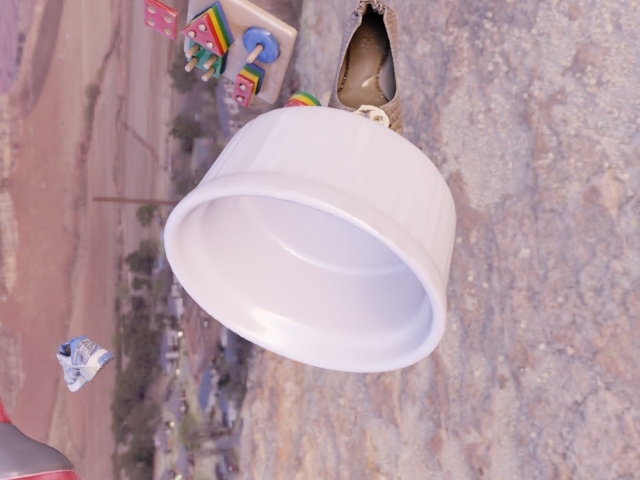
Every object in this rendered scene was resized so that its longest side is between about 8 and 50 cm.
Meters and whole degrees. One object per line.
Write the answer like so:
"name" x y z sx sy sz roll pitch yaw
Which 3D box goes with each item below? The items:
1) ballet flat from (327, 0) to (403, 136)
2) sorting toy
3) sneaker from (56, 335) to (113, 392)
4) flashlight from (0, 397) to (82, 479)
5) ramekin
"ballet flat" 0.053 -0.186 0.814 0.058 0.084 0.250 86 -171 -53
"sorting toy" -0.114 -0.229 0.877 0.046 0.274 0.132 -58 -1 -29
"sneaker" -0.303 0.149 0.940 0.058 0.052 0.135 47 143 -6
"flashlight" -0.258 0.107 0.559 0.103 0.103 0.304 -43 64 35
"ramekin" 0.000 0.000 0.733 0.277 0.277 0.135 -54 11 54
